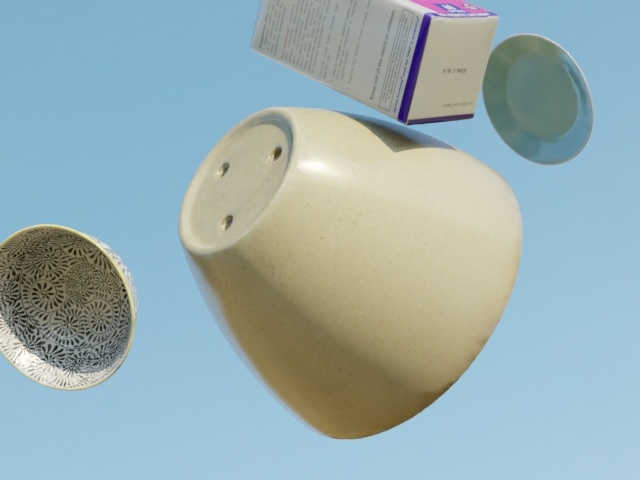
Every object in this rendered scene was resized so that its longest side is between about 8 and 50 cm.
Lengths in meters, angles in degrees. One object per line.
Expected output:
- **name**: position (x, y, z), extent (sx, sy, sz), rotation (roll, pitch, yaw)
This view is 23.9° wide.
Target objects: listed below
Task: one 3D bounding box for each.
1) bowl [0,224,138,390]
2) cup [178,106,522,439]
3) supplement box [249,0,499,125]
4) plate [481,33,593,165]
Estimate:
- **bowl**: position (-0.245, 0.058, 1.514), extent (0.170, 0.170, 0.080), rotation (-37, -1, 25)
- **cup**: position (0.000, 0.000, 1.510), extent (0.331, 0.331, 0.237), rotation (-37, -53, 25)
- **supplement box**: position (0.050, -0.206, 1.506), extent (0.111, 0.220, 0.113), rotation (-11, -60, -48)
- **plate**: position (0.299, -0.194, 2.062), extent (0.024, 0.188, 0.188), rotation (-27, -21, -39)
